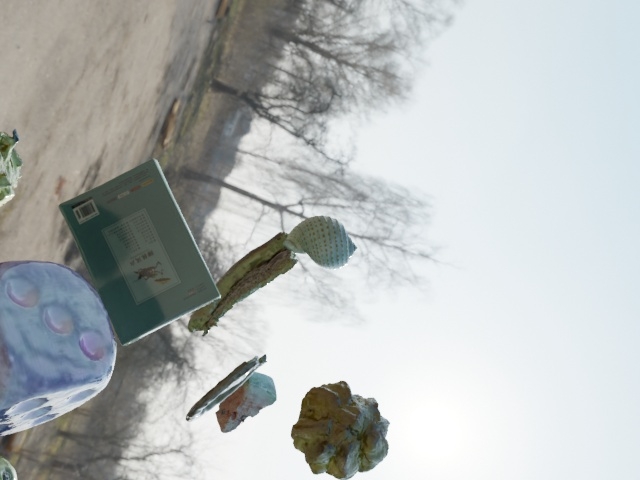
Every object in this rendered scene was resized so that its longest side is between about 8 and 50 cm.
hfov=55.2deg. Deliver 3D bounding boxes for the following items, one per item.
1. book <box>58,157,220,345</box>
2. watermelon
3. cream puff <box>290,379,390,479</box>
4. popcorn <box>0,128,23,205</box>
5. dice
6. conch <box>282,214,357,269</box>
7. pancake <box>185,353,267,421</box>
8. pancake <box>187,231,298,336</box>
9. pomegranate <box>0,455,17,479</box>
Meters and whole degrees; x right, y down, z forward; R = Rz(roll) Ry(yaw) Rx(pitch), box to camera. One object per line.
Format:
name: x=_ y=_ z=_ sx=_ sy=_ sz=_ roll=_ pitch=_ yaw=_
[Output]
book: x=-0.430 y=0.025 z=1.451 sx=0.264 sy=0.379 sz=0.031 roll=-26 pitch=173 yaw=0
watermelon: x=-0.278 y=0.568 z=2.134 sx=0.241 sy=0.154 sz=0.094 roll=-49 pitch=-145 yaw=12
cream puff: x=0.050 y=0.464 z=1.501 sx=0.196 sy=0.244 sz=0.244 roll=76 pitch=18 yaw=-47
popcorn: x=-0.855 y=-0.191 z=1.518 sx=0.249 sy=0.226 sz=0.249 roll=165 pitch=-90 yaw=-75
dice: x=-0.587 y=0.209 z=1.176 sx=0.270 sy=0.270 sz=0.271 roll=-32 pitch=163 yaw=20
conch: x=0.007 y=-0.006 z=1.725 sx=0.131 sy=0.200 sz=0.172 roll=-56 pitch=-158 yaw=36
pancake: x=-0.234 y=0.373 z=1.586 sx=0.286 sy=0.033 sz=0.288 roll=-30 pitch=167 yaw=-44
pancake: x=-0.231 y=0.120 z=1.833 sx=0.427 sy=0.066 sz=0.305 roll=-37 pitch=-164 yaw=-7
pomegranate: x=-0.932 y=0.705 z=1.670 sx=0.240 sy=0.190 sz=0.159 roll=-67 pitch=159 yaw=-17
